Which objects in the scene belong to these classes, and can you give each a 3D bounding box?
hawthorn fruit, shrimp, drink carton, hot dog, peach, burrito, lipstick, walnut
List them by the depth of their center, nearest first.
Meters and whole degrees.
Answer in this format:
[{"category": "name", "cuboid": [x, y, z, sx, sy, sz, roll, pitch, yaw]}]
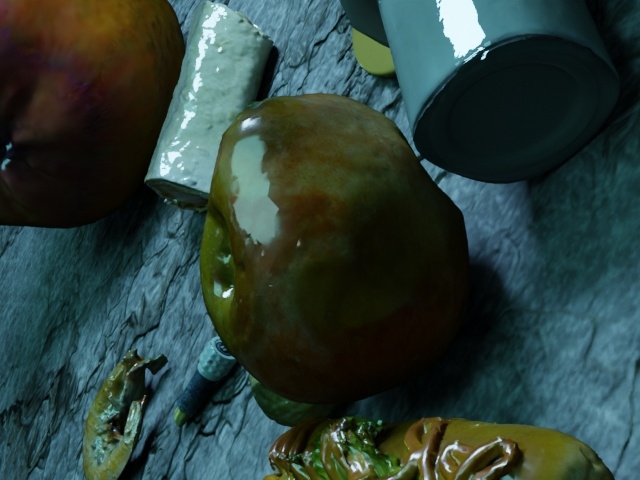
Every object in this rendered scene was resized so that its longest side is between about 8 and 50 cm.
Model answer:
[{"category": "hot dog", "cuboid": [0.044, 0.189, 0.735, 0.349, 0.117, 0.158, -8, 60, 59]}, {"category": "drink carton", "cuboid": [0.129, -0.154, 0.834, 0.191, 0.185, 0.189, -42, 46, 34]}, {"category": "peach", "cuboid": [0.000, 0.000, 0.839, 0.214, 0.235, 0.214, -18, 14, 5]}, {"category": "walnut", "cuboid": [-0.022, 0.120, 0.953, 0.092, 0.092, 0.092, -42, 35, 38]}, {"category": "lipstick", "cuboid": [-0.128, 0.154, 1.168, 0.116, 0.037, 0.037, -55, 28, 27]}, {"category": "shrimp", "cuboid": [-0.230, 0.214, 1.296, 0.132, 0.052, 0.187, 36, 108, 51]}, {"category": "burrito", "cuboid": [-0.141, -0.182, 1.400, 0.143, 0.105, 0.299, -25, 48, 57]}, {"category": "hawthorn fruit", "cuboid": [-0.424, -0.257, 1.605, 0.472, 0.472, 0.472, -42, 35, 38]}]

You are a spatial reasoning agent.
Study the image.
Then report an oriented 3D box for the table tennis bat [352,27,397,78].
[{"category": "table tennis bat", "cuboid": [0.114, -0.315, 1.114, 0.198, 0.050, 0.321, 5, 75, 61]}]
